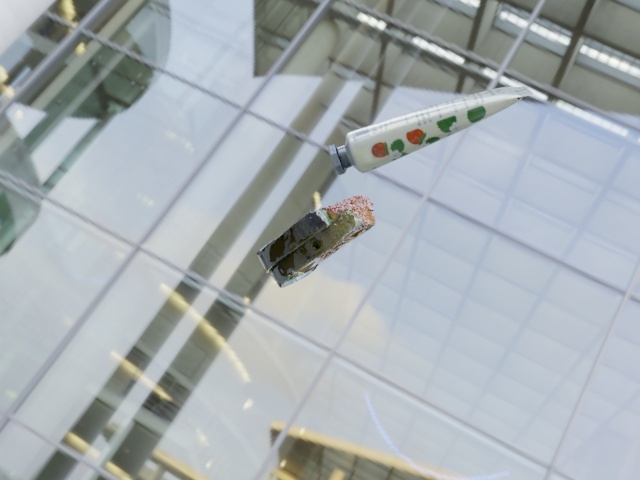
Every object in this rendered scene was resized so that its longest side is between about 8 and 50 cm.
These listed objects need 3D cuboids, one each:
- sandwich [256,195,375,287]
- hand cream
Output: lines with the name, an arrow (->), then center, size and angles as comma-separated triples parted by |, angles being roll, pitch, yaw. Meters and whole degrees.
sandwich -> -0.001, 0.000, 0.509 | 0.101, 0.069, 0.026 | -36, -99, 53
hand cream -> 0.146, -0.154, 1.181 | 0.276, 0.095, 0.059 | -20, -75, 9
